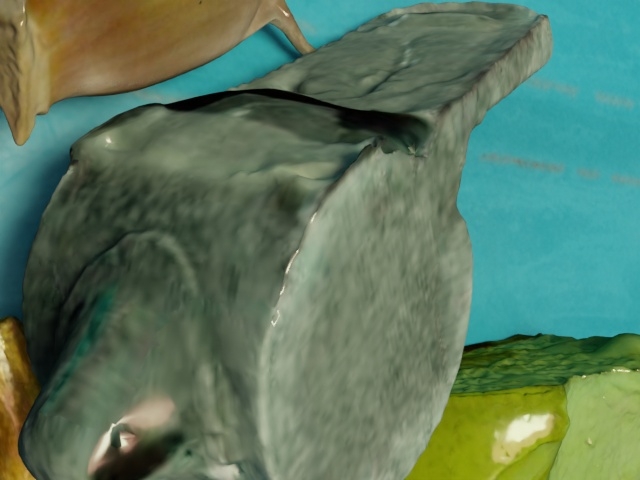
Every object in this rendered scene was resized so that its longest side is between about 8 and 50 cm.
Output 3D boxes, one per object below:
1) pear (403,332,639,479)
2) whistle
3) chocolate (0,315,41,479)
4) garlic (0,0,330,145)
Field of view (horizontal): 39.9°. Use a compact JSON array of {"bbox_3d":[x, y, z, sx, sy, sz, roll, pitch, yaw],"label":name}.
[{"bbox_3d":[0.127,0.211,0.609,0.286,0.176,0.282,-4,95,-30],"label":"pear"},{"bbox_3d":[-0.005,-0.028,0.497,0.188,0.168,0.405,51,58,-48],"label":"whistle"},{"bbox_3d":[-0.152,0.147,0.493,0.085,0.085,0.219,-24,101,-29],"label":"chocolate"},{"bbox_3d":[-0.088,-0.171,0.517,0.266,0.128,0.149,-18,134,-39],"label":"garlic"}]
